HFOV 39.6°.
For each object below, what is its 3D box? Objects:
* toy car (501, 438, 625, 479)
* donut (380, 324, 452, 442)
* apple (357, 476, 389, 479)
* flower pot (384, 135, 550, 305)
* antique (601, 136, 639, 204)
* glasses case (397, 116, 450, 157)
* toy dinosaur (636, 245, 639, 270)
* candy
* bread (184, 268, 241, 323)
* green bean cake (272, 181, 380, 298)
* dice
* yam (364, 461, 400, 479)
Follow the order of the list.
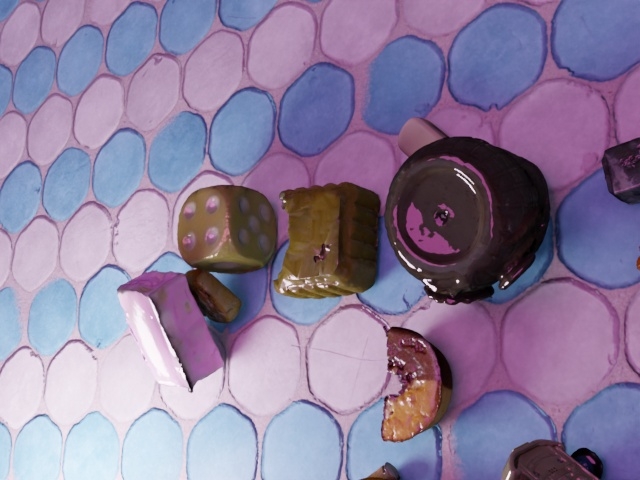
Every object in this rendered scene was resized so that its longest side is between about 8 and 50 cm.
[{"bbox_3d":[0.389,0.466,1.431,0.248,0.204,0.198,38,125,36],"label":"toy car"},{"bbox_3d":[0.186,0.278,1.686,0.141,0.085,0.217,1,79,38],"label":"donut"},{"bbox_3d":[0.114,0.526,1.622,0.155,0.182,0.182,-12,69,13],"label":"apple"},{"bbox_3d":[0.269,-0.034,1.600,0.302,0.213,0.302,3,96,32],"label":"flower pot"},{"bbox_3d":[0.572,-0.129,1.493,0.183,0.086,0.088,-21,65,33],"label":"antique"},{"bbox_3d":[0.234,-0.174,1.789,0.196,0.050,0.083,49,116,35],"label":"glasses case"},{"bbox_3d":[0.598,0.153,1.390,0.208,0.097,0.432,-22,61,47],"label":"toy dinosaur"},{"bbox_3d":[-0.343,0.203,2.010,0.155,0.116,0.265,0,119,46],"label":"candy"},{"bbox_3d":[-0.257,0.128,2.030,0.117,0.156,0.064,-21,32,54],"label":"bread"},{"bbox_3d":[0.000,0.000,1.883,0.233,0.124,0.236,-8,74,37],"label":"green bean cake"},{"bbox_3d":[-0.212,-0.022,2.025,0.166,0.169,0.169,-11,72,35],"label":"dice"},{"bbox_3d":[0.052,0.524,1.749,0.264,0.046,0.046,-44,55,22],"label":"yam"}]
